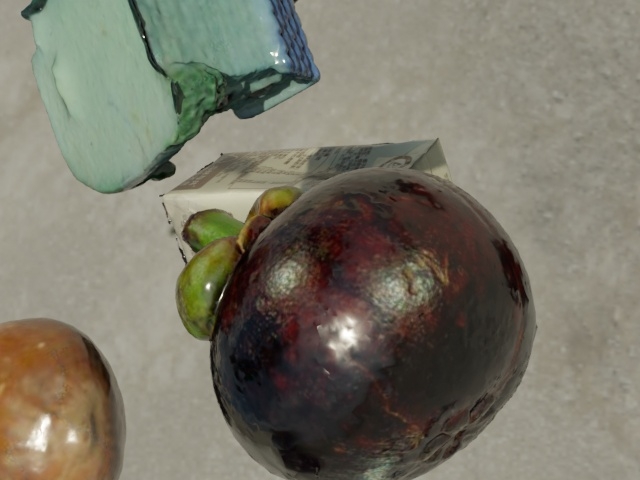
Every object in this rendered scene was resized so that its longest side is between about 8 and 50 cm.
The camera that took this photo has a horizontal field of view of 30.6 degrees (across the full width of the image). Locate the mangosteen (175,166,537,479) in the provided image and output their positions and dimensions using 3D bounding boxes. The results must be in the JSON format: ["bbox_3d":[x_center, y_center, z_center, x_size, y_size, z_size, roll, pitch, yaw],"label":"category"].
[{"bbox_3d":[0.023,0.046,0.731,0.216,0.216,0.216,-26,59,57],"label":"mangosteen"}]

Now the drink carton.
[{"bbox_3d":[-0.001,0.000,1.318,0.325,0.132,0.194,0,119,39],"label":"drink carton"}]

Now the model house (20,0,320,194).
[{"bbox_3d":[-0.060,-0.102,0.620,0.148,0.149,0.119,-35,77,57],"label":"model house"}]

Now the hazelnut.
[{"bbox_3d":[-0.265,0.175,1.083,0.214,0.176,0.214,24,120,50],"label":"hazelnut"}]
